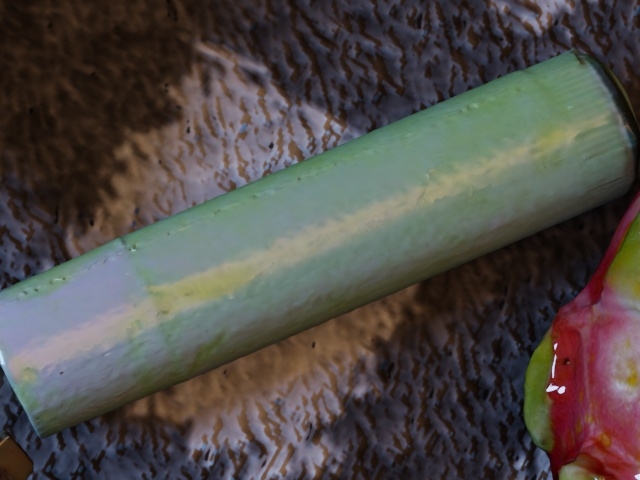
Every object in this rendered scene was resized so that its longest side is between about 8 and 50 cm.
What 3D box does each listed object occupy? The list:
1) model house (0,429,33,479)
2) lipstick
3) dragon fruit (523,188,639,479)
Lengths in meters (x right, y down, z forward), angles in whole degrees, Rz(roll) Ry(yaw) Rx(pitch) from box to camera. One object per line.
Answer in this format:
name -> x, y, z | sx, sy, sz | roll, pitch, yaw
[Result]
model house -> -0.056, 0.258, 0.788 | 0.169, 0.244, 0.326 | -32, 57, -10
lipstick -> 0.000, 0.000, 0.887 | 0.304, 0.076, 0.076 | -24, 89, -7
dragon fruit -> 0.225, 0.050, 0.835 | 0.237, 0.231, 0.302 | 41, 72, 9
